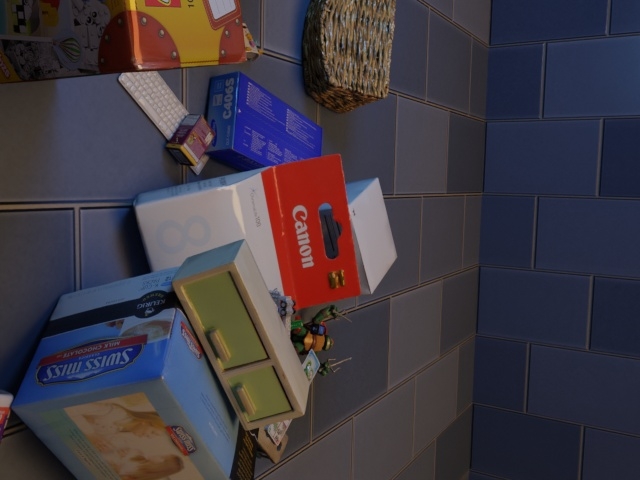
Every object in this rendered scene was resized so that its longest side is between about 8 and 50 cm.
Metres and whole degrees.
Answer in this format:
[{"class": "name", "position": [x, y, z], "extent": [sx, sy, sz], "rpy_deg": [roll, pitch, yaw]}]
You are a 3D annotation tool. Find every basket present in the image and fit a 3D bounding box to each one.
[{"class": "basket", "position": [0.043, -0.497, 1.615], "extent": [0.213, 0.223, 0.300], "rpy_deg": [6, 88, -27]}]

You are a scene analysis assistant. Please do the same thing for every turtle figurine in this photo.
[{"class": "turtle figurine", "position": [-0.018, 0.253, 1.588], "extent": [0.234, 0.118, 0.176], "rpy_deg": [12, 69, -44]}]

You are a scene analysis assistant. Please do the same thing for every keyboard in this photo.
[{"class": "keyboard", "position": [-0.279, -0.230, 1.178], "extent": [0.256, 0.014, 0.072], "rpy_deg": [55, 48, -47]}]

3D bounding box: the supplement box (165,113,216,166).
[{"class": "supplement box", "position": [-0.243, -0.189, 1.193], "extent": [0.083, 0.043, 0.055], "rpy_deg": [-62, 143, -24]}]

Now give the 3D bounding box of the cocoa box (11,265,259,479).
[{"class": "cocoa box", "position": [-0.259, 0.257, 0.997], "extent": [0.228, 0.231, 0.347], "rpy_deg": [-90, 165, -52]}]

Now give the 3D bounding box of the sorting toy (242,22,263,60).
[{"class": "sorting toy", "position": [-0.162, -0.425, 1.336], "extent": [0.083, 0.044, 0.075], "rpy_deg": [-14, 87, -58]}]

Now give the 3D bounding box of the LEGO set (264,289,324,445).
[{"class": "LEGO set", "position": [-0.073, 0.216, 1.156], "extent": [0.244, 0.060, 0.183], "rpy_deg": [-58, 137, -38]}]

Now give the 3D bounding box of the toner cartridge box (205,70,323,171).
[{"class": "toner cartridge box", "position": [-0.111, -0.222, 1.389], "extent": [0.347, 0.075, 0.165], "rpy_deg": [21, 68, -59]}]

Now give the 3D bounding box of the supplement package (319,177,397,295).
[{"class": "supplement package", "position": [0.000, 0.000, 1.394], "extent": [0.199, 0.262, 0.198], "rpy_deg": [-44, 123, -58]}]

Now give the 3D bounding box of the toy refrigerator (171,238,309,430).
[{"class": "toy refrigerator", "position": [-0.114, 0.146, 0.950], "extent": [0.094, 0.102, 0.270], "rpy_deg": [-79, 150, -67]}]

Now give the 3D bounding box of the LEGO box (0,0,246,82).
[{"class": "LEGO box", "position": [-0.312, -0.447, 0.740], "extent": [0.193, 0.372, 0.501], "rpy_deg": [-28, 117, -55]}]

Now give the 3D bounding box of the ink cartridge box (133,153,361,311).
[{"class": "ink cartridge box", "position": [-0.117, 0.029, 1.176], "extent": [0.091, 0.384, 0.309], "rpy_deg": [-121, -160, -67]}]

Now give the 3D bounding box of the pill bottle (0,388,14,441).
[{"class": "pill bottle", "position": [-0.478, 0.284, 0.813], "extent": [0.108, 0.108, 0.194], "rpy_deg": [32, 66, -57]}]

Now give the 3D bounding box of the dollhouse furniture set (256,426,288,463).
[{"class": "dollhouse furniture set", "position": [-0.177, 0.454, 1.327], "extent": [0.184, 0.129, 0.129], "rpy_deg": [-63, 143, -35]}]
